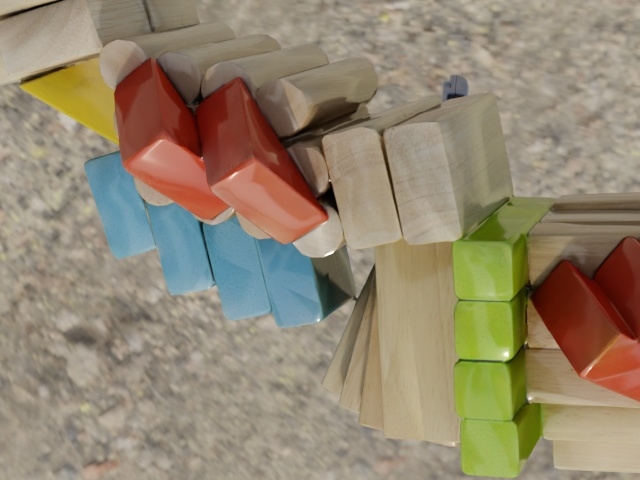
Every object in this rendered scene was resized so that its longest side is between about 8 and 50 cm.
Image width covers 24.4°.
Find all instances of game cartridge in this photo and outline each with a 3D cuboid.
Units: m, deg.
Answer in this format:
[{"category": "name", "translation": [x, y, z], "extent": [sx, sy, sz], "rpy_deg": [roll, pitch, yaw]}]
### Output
[{"category": "game cartridge", "translation": [0.065, -0.038, 0.754], "extent": [0.017, 0.083, 0.056], "rpy_deg": [9, 135, 2]}]

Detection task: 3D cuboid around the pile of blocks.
[{"category": "pile of blocks", "translation": [0.000, 0.000, 0.537], "extent": [0.362, 0.112, 0.149], "rpy_deg": [25, 109, 14]}]
